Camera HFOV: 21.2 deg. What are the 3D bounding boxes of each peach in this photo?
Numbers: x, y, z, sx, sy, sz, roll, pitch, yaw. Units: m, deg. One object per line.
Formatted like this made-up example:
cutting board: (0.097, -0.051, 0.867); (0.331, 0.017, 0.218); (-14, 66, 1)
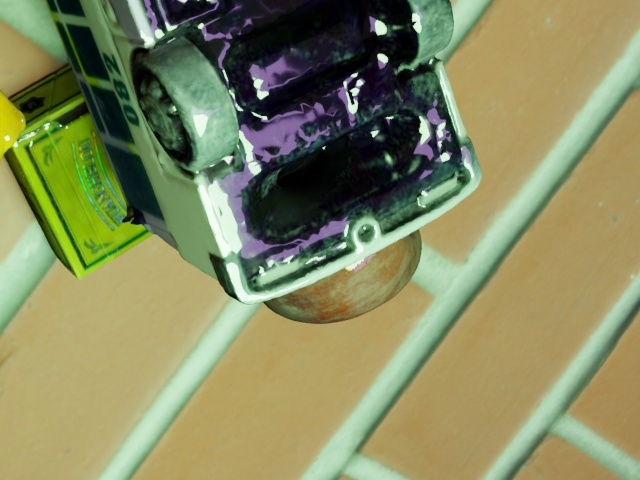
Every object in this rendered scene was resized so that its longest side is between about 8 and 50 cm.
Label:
peach: (0.000, 0.000, 1.430); (0.152, 0.152, 0.152); (-16, 123, -26)

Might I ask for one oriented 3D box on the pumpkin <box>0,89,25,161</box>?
pumpkin: (-0.280, -0.198, 1.046); (0.095, 0.258, 0.290); (-25, 126, -39)

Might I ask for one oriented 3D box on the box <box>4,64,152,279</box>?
box: (-0.132, -0.087, 1.328); (0.220, 0.064, 0.141); (-31, 128, -15)

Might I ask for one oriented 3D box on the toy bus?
toy bus: (-0.079, -0.202, 1.135); (0.209, 0.249, 0.440); (-28, 111, -20)
